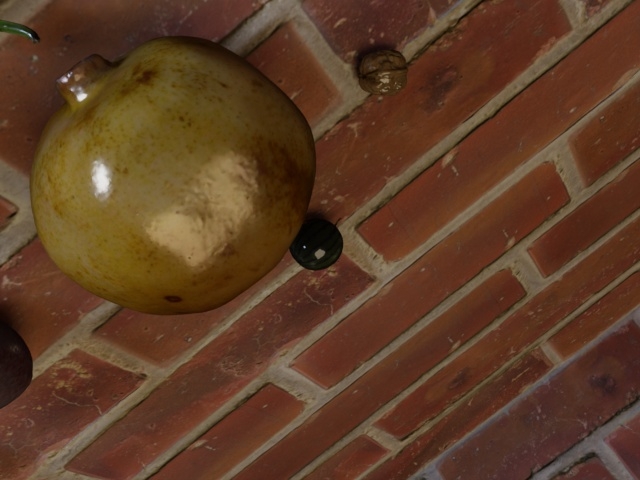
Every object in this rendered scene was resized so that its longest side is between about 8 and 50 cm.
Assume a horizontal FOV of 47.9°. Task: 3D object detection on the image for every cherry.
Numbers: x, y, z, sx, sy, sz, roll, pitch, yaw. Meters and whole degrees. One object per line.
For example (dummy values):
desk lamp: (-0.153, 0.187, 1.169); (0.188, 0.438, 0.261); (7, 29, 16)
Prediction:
cherry: (-0.611, 0.211, 1.204); (0.213, 0.183, 0.266); (-44, 135, 17)

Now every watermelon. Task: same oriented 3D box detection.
watermelon: (0.000, 0.000, 1.452); (0.133, 0.105, 0.105); (-42, 142, -22)

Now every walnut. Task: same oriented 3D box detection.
walnut: (0.112, -0.292, 1.258); (0.096, 0.082, 0.079); (-13, 105, -32)

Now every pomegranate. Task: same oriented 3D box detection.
pomegranate: (-0.207, -0.104, 1.014); (0.416, 0.417, 0.417); (-17, 136, -17)

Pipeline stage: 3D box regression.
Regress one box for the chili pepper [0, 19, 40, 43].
chili pepper: (-0.543, -0.232, 0.867); (0.368, 0.137, 0.092); (-26, 168, -21)
